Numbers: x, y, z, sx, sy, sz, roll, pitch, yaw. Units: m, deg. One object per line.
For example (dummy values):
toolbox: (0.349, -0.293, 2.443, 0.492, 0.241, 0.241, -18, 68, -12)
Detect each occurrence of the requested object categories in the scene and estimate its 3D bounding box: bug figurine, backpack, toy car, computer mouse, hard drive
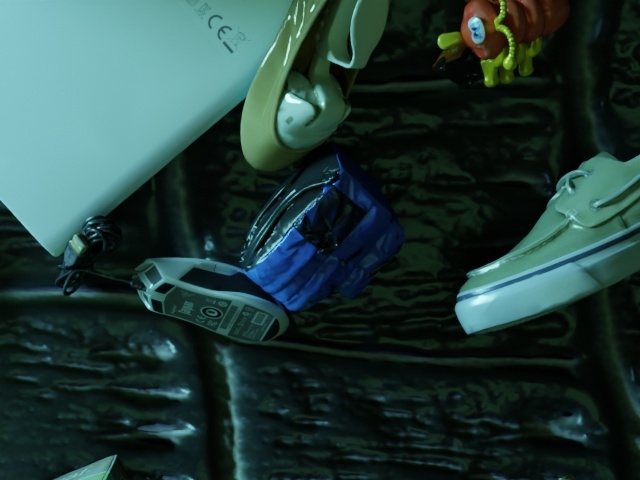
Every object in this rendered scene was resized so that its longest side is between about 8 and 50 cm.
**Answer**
bug figurine: (0.147, -0.261, 0.784, 0.216, 0.072, 0.279, -24, 102, -22)
backpack: (0.000, 0.000, 0.880, 0.101, 0.098, 0.120, 43, 100, -12)
toy car: (0.084, -0.160, 0.862, 0.122, 0.060, 0.040, 21, 72, -10)
computer mouse: (-0.116, 0.034, 0.911, 0.193, 0.042, 0.106, 19, 144, -11)
hard drive: (-0.160, -0.166, 0.873, 0.318, 0.040, 0.210, -39, 100, 10)

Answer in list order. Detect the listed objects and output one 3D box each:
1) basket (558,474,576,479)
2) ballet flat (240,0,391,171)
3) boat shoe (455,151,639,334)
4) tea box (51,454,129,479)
basket: (0.197, 0.369, 0.862, 0.213, 0.299, 0.223, -38, 102, 11)
ballet flat: (0.000, -0.131, 0.824, 0.080, 0.073, 0.232, -4, 131, -33)
boat shoe: (0.234, -0.023, 0.877, 0.302, 0.109, 0.094, -27, 86, -1)
tea box: (-0.288, 0.374, 0.863, 0.329, 0.323, 0.220, -23, 101, 8)
